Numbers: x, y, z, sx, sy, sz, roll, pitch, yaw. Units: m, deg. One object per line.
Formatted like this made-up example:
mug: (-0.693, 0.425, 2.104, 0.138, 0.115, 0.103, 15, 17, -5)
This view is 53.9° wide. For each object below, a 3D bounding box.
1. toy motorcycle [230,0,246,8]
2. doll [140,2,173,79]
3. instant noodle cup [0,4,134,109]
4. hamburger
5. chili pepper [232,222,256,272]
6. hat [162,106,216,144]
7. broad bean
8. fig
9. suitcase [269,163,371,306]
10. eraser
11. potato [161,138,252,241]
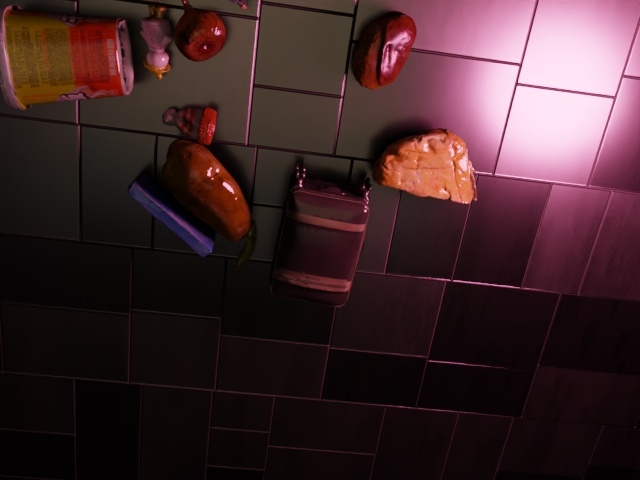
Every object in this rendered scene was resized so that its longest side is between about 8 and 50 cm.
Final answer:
toy motorcycle: (-0.234, -0.723, 1.674, 0.102, 0.221, 0.150, -28, 156, 12)
doll: (-0.461, -0.559, 1.777, 0.129, 0.081, 0.207, 23, 122, 31)
instant noodle cup: (-0.682, -0.499, 1.713, 0.308, 0.294, 0.293, -4, 113, -9)
hamburger: (0.335, -0.243, 1.909, 0.330, 0.162, 0.208, 12, 110, -5)
chili pepper: (-0.242, 0.027, 2.062, 0.049, 0.043, 0.208, 9, 113, -20)
hat: (-0.394, -0.351, 1.870, 0.162, 0.093, 0.112, 14, 86, -2)
broad bean: (0.180, -0.543, 1.797, 0.156, 0.122, 0.228, 10, 122, -39)
fig: (-0.361, -0.609, 1.763, 0.146, 0.134, 0.201, -33, 80, -5)
suitcase: (0.000, 0.000, 1.981, 0.283, 0.194, 0.433, 11, 114, -7)
eraser: (-0.459, -0.079, 1.950, 0.043, 0.144, 0.312, -44, 108, 12)
potato: (-0.340, -0.142, 1.917, 0.196, 0.176, 0.369, -31, 116, 13)
